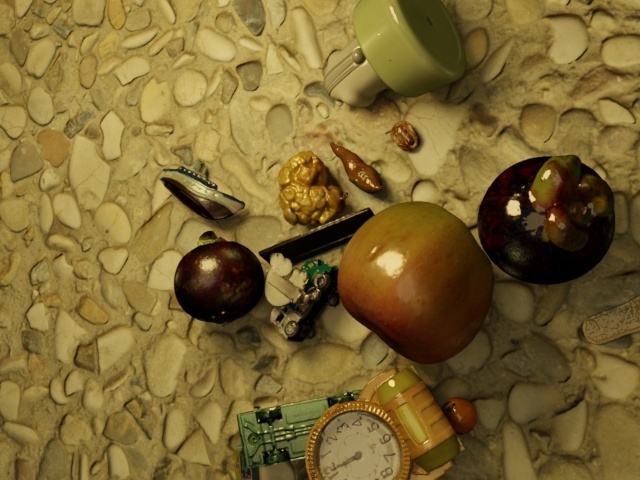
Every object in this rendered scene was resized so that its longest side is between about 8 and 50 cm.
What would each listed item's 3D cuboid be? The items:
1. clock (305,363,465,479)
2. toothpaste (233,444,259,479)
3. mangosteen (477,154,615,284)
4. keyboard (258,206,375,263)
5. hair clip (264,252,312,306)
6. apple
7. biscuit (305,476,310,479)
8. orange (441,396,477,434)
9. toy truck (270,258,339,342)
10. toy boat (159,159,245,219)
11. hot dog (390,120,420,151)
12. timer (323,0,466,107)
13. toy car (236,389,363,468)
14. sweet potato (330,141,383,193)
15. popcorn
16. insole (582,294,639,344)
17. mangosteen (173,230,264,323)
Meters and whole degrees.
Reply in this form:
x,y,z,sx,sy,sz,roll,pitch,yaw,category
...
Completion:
x,y,z,sx,sy,sz,roll,pitch,yaw,category
0.124,0.446,1.328,0.317,0.200,0.244,-31,72,-5,clock
-0.195,0.621,1.546,0.070,0.044,0.193,-8,82,18,toothpaste
0.468,-0.045,1.252,0.288,0.288,0.288,-2,84,20,mangosteen
0.000,0.000,1.519,0.309,0.101,0.018,-22,52,17,keyboard
-0.088,0.107,1.470,0.172,0.049,0.116,32,89,46,hair clip
0.215,0.084,1.319,0.338,0.338,0.305,35,77,20,apple
0.056,0.678,1.448,0.262,0.052,0.277,24,92,16,biscuit
0.313,0.395,1.369,0.083,0.083,0.084,-2,84,20,orange
-0.035,0.141,1.511,0.116,0.110,0.216,38,98,32,toy truck
-0.316,-0.143,1.643,0.262,0.114,0.115,35,65,21,toy boat
0.208,-0.258,1.497,0.058,0.035,0.083,-40,73,8,hot dog
0.140,-0.435,1.449,0.315,0.290,0.291,-28,75,39,timer
-0.036,0.449,1.470,0.320,0.097,0.141,-12,80,3,toy car
0.091,-0.175,1.523,0.068,0.068,0.226,-48,54,9,sweet potato
-0.033,-0.116,1.521,0.163,0.140,0.194,-38,84,4,popcorn
0.685,0.157,1.295,0.247,0.011,0.081,-24,77,16,insole
-0.267,0.074,1.546,0.231,0.231,0.289,-34,54,14,mangosteen
